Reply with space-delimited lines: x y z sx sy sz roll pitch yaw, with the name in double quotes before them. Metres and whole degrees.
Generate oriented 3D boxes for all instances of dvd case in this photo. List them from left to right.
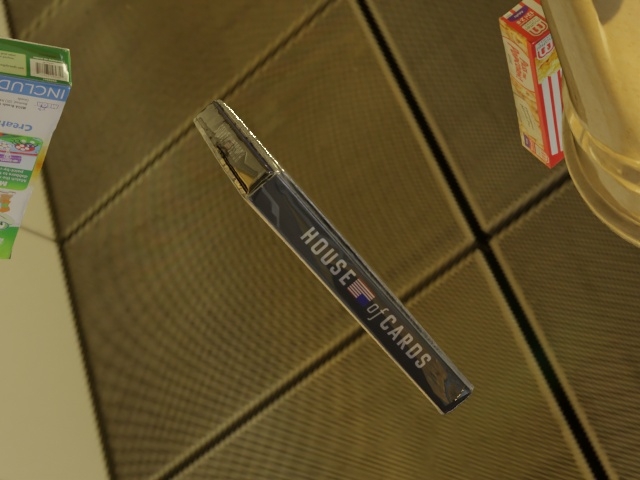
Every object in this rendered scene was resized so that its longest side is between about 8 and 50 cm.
"dvd case" 0.000 0.000 0.783 0.029 0.179 0.238 -41 -160 2

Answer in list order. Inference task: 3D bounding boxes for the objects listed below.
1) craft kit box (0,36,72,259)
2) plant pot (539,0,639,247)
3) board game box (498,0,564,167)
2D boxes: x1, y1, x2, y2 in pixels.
"craft kit box" -0.370 -0.087 1.081 0.246 0.250 0.061 -59 -146 41
"plant pot" 0.264 -0.199 0.798 0.334 0.305 0.333 -19 -133 22
"board game box" 0.241 -0.174 1.126 0.147 0.193 0.045 -39 -123 -8
